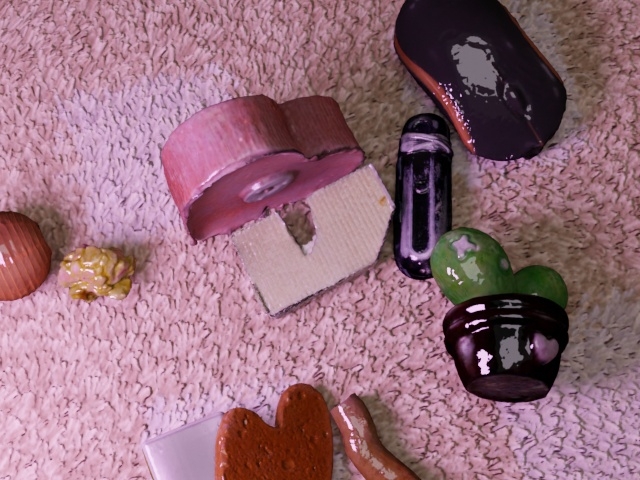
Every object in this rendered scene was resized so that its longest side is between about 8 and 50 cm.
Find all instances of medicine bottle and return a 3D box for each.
[{"bbox_3d":[-0.159,0.352,1.727,0.132,0.088,0.188,-21,76,-8],"label":"medicine bottle"}]

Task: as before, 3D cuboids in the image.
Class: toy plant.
[{"bbox_3d":[0.256,0.103,1.750,0.218,0.175,0.235,17,56,-23],"label":"toy plant"}]

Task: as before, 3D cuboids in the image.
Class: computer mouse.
[{"bbox_3d":[0.241,-0.266,1.881,0.183,0.116,0.323,-36,78,-5],"label":"computer mouse"}]

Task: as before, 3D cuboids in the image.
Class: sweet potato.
[{"bbox_3d":[0.109,0.345,1.743,0.067,0.059,0.281,-38,77,0],"label":"sweet potato"}]

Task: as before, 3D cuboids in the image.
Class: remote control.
[{"bbox_3d":[0.156,-0.074,1.851,0.090,0.066,0.265,3,75,0],"label":"remote control"}]

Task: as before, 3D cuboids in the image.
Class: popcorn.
[{"bbox_3d":[-0.329,0.046,1.807,0.109,0.097,0.089,10,79,-6],"label":"popcorn"}]

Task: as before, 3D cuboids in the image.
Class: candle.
[{"bbox_3d":[-0.108,-0.109,1.787,0.317,0.287,0.131,-9,66,-47],"label":"candle"}]

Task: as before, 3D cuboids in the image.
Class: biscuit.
[{"bbox_3d":[-0.066,0.284,1.721,0.192,0.036,0.186,15,60,-34],"label":"biscuit"},{"bbox_3d":[0.000,0.000,1.832,0.250,0.046,0.147,-29,77,0],"label":"biscuit"}]

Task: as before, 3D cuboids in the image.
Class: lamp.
[{"bbox_3d":[-0.460,0.023,1.796,0.136,0.136,0.136,0,75,0],"label":"lamp"}]
